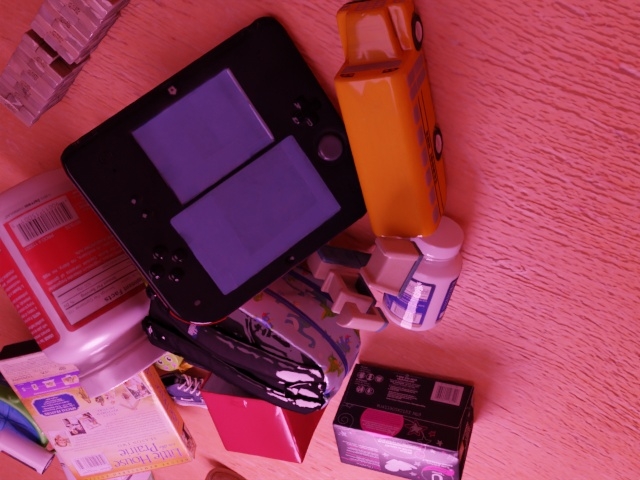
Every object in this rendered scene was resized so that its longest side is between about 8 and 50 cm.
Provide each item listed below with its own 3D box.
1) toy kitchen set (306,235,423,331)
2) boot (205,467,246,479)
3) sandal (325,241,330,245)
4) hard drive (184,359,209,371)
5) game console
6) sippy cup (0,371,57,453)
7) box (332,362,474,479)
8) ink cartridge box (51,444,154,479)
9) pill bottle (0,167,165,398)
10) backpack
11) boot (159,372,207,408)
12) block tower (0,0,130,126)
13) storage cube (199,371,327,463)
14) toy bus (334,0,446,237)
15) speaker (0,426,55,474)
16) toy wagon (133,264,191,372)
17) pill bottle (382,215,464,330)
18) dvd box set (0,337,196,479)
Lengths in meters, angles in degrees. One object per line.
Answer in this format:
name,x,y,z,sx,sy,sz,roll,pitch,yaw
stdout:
toy kitchen set,0.088,0.035,1.184,0.122,0.207,0.166,12,117,-27
boot,-0.252,0.736,2.003,0.283,0.109,0.220,41,136,-20
sandal,-0.001,-0.003,1.309,0.079,0.088,0.240,-33,120,7
hard drive,-0.231,0.224,1.534,0.022,0.094,0.135,41,159,-23
game console,-0.135,-0.096,1.112,0.342,0.386,0.060,57,171,-19
sippy cup,-0.727,0.375,1.833,0.239,0.224,0.306,14,131,12
box,0.169,0.365,1.451,0.247,0.163,0.142,8,133,19
ink cartridge box,-0.601,0.616,2.039,0.211,0.122,0.289,10,130,18
pill bottle,-0.474,0.085,1.414,0.229,0.229,0.408,-26,96,38
backpack,-0.104,0.149,1.296,0.355,0.273,0.290,36,137,20
boot,-0.295,0.345,1.702,0.189,0.069,0.086,-12,139,33
block tower,-0.429,-0.329,1.215,0.091,0.097,0.335,44,130,-13
storage cube,-0.108,0.324,1.531,0.214,0.184,0.193,3,128,23
toy bus,0.102,-0.174,1.066,0.108,0.130,0.333,0,126,25
speaker,-0.701,0.495,1.729,0.136,0.055,0.055,30,133,-2
toy wagon,-0.413,0.185,1.639,0.267,0.068,0.344,-21,115,36
pill bottle,0.175,0.052,1.228,0.111,0.112,0.187,20,132,9
dvd box set,-0.503,0.381,1.686,0.307,0.062,0.421,-14,122,9
